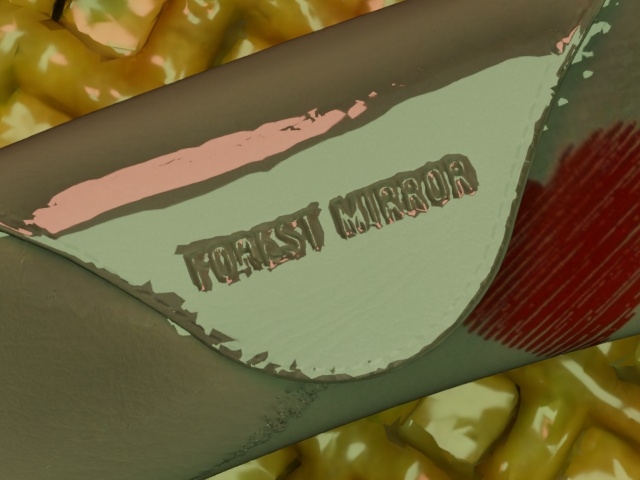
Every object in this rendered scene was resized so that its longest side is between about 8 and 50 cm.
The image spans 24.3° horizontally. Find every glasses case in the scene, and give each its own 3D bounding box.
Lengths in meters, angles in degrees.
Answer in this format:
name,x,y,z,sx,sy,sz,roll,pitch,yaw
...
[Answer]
name,x,y,z,sx,sy,sz,roll,pitch,yaw
glasses case,0.001,0.002,0.458,0.308,0.083,0.128,-20,88,1

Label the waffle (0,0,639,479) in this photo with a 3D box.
name,x,y,z,sx,sy,sz,roll,pitch,yaw
waffle,-0.007,0.046,0.539,0.382,0.095,0.380,-10,91,-1
